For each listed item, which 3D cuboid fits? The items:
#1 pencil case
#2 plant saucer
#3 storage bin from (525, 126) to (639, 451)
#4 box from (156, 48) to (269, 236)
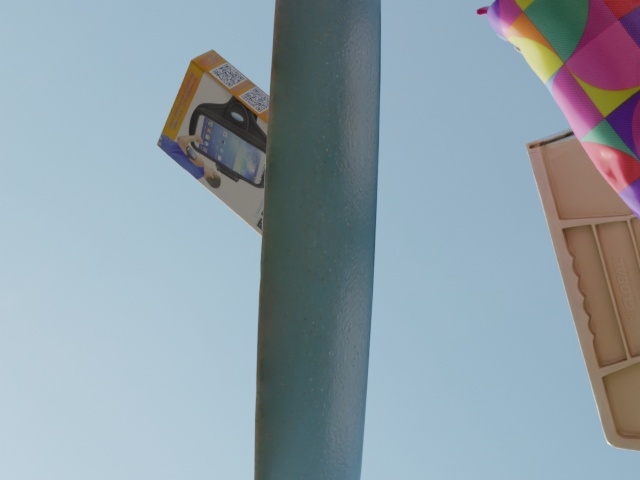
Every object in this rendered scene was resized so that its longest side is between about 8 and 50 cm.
[{"bbox_3d":[0.201,-0.083,0.792,0.104,0.104,0.236,-38,-102,19],"label":"pencil case"},{"bbox_3d":[0.000,0.000,0.584,0.044,0.317,0.317,2,-96,0],"label":"plant saucer"},{"bbox_3d":[0.293,0.017,1.063,0.123,0.262,0.260,-13,-86,25],"label":"storage bin"},{"bbox_3d":[-0.044,-0.055,0.857,0.136,0.028,0.081,41,-48,14],"label":"box"}]
